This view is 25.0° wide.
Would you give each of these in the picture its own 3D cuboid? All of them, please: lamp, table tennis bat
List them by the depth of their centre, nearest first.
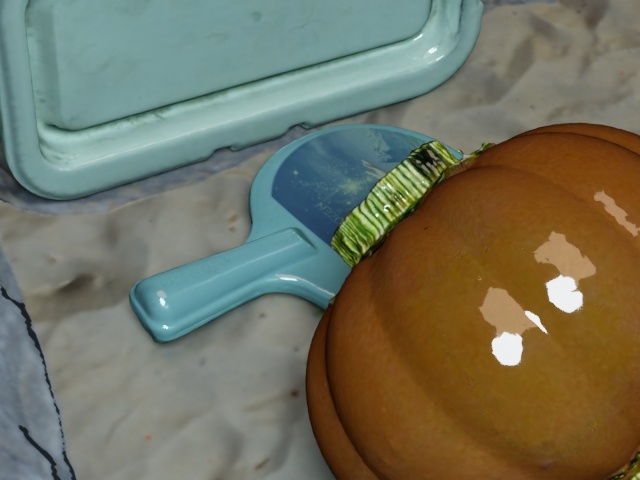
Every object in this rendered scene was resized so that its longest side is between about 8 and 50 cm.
[{"bbox_3d":[0.095,0.046,0.681,0.223,0.223,0.196,-35,77,-31],"label":"lamp"},{"bbox_3d":[0.000,0.000,0.825,0.237,0.038,0.149,-22,57,-27],"label":"table tennis bat"}]

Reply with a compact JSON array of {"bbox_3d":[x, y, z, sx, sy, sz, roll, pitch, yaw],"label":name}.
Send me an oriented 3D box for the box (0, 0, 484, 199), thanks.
[{"bbox_3d":[-0.071,-0.174,0.878,0.312,0.175,0.182,-17,47,-21],"label":"box"}]
